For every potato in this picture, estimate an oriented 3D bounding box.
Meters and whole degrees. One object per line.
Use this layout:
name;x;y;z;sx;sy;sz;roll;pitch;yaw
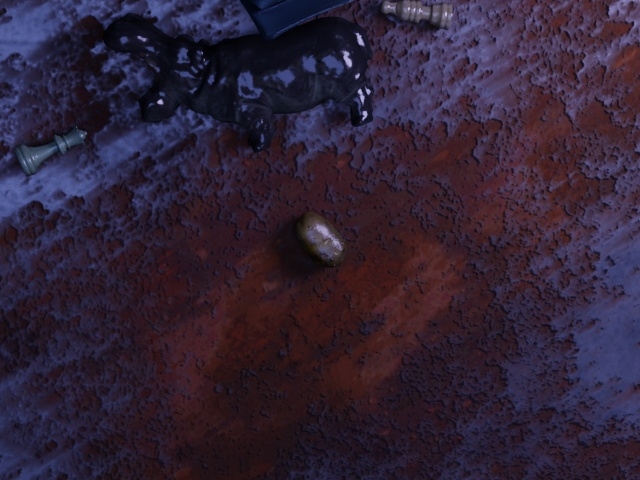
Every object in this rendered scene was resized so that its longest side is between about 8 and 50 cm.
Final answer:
potato;0.000;0.000;1.974;0.051;0.040;0.083;-43;99;-21

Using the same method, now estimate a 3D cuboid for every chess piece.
chess piece;-0.340;-0.118;1.908;0.093;0.042;0.042;-27;104;-8
chess piece;0.122;-0.294;1.933;0.092;0.035;0.035;7;101;-5

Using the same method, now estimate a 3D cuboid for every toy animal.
toy animal;-0.100;-0.198;1.889;0.343;0.106;0.168;0;103;-4

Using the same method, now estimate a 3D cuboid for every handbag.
handbag;0.006;-0.334;1.853;0.221;0.144;0.057;-25;120;-3
